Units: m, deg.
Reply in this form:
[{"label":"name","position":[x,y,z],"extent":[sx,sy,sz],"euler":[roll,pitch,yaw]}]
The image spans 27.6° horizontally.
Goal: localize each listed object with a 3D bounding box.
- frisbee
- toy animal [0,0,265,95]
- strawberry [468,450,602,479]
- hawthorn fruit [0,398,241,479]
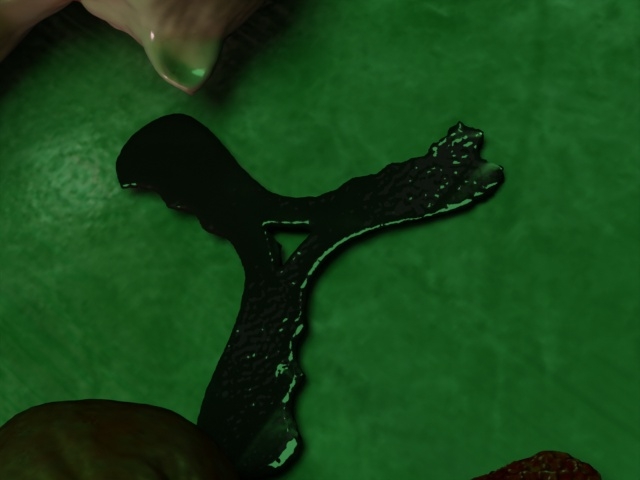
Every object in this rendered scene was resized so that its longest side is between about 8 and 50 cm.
[{"label":"frisbee","position":[0.000,0.000,0.626],"extent":[0.187,0.012,0.211],"euler":[-21,60,9]},{"label":"toy animal","position":[-0.160,-0.126,0.668],"extent":[0.266,0.188,0.308],"euler":[0,50,54]},{"label":"strawberry","position":[0.081,0.119,0.513],"extent":[0.073,0.073,0.083],"euler":[24,39,28]},{"label":"hawthorn fruit","position":[-0.090,0.136,0.488],"extent":[0.149,0.189,0.149],"euler":[0,91,3]}]
